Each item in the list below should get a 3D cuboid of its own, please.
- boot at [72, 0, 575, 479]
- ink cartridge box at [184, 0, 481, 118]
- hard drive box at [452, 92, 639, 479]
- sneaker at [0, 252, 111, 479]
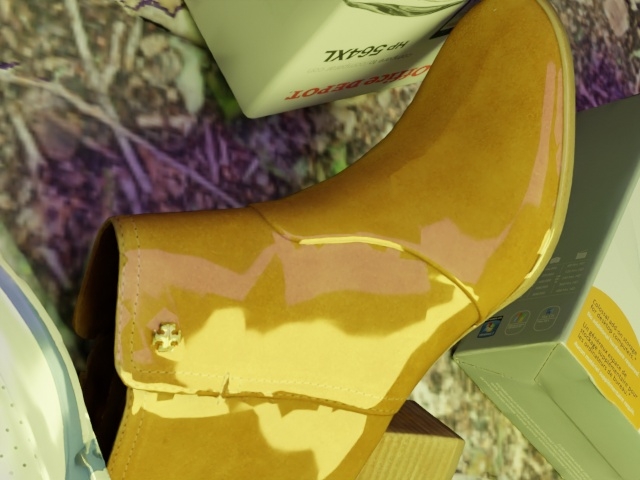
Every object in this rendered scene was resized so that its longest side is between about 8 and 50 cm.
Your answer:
[{"bbox_3d":[-0.001,0.001,0.552,0.211,0.104,0.295,11,96,-34],"label":"boot"},{"bbox_3d":[0.045,-0.158,0.595,0.148,0.203,0.086,-18,74,-40],"label":"ink cartridge box"},{"bbox_3d":[0.213,0.042,0.775,0.181,0.089,0.232,47,54,-23],"label":"hard drive box"},{"bbox_3d":[-0.164,0.131,0.411,0.182,0.127,0.316,-37,105,-41],"label":"sneaker"}]
